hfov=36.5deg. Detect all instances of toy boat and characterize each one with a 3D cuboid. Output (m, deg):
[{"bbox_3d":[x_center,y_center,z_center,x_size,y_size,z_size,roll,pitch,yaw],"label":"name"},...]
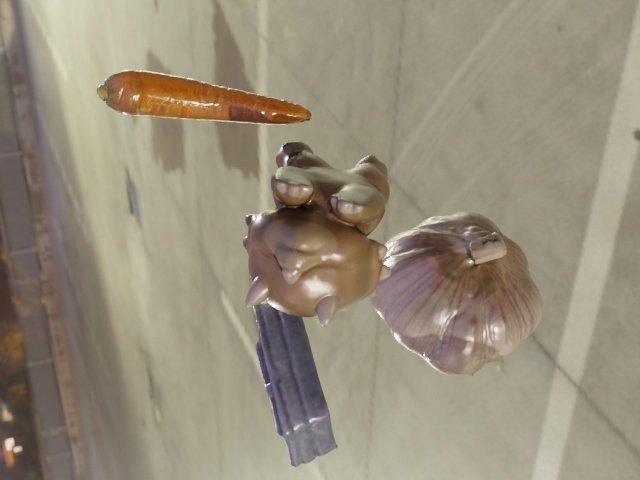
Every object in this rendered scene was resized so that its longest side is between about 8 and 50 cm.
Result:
[{"bbox_3d":[-0.046,0.171,1.341,0.127,0.078,0.283,77,177,-46],"label":"toy boat"}]

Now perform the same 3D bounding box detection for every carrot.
[{"bbox_3d":[-0.149,-0.178,1.245,0.066,0.271,0.062,124,147,-57],"label":"carrot"}]

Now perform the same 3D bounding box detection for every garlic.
[{"bbox_3d":[0.243,0.092,1.771,0.322,0.322,0.241,61,178,42],"label":"garlic"}]

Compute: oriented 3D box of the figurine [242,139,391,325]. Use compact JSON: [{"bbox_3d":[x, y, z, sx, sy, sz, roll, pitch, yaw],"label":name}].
[{"bbox_3d":[-0.004,0.001,1.144,0.247,0.177,0.173,-103,25,-68],"label":"figurine"}]
